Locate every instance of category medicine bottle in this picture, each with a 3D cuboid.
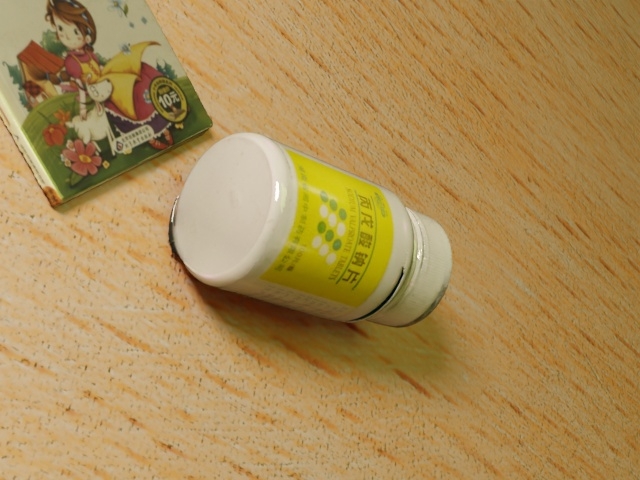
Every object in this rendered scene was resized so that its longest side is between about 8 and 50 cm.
[{"bbox_3d":[0.000,0.000,1.095,0.258,0.143,0.144,20,56,-45],"label":"medicine bottle"}]

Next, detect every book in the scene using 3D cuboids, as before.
[{"bbox_3d":[-0.237,-0.207,1.024,0.323,0.018,0.228,61,36,-6],"label":"book"}]
